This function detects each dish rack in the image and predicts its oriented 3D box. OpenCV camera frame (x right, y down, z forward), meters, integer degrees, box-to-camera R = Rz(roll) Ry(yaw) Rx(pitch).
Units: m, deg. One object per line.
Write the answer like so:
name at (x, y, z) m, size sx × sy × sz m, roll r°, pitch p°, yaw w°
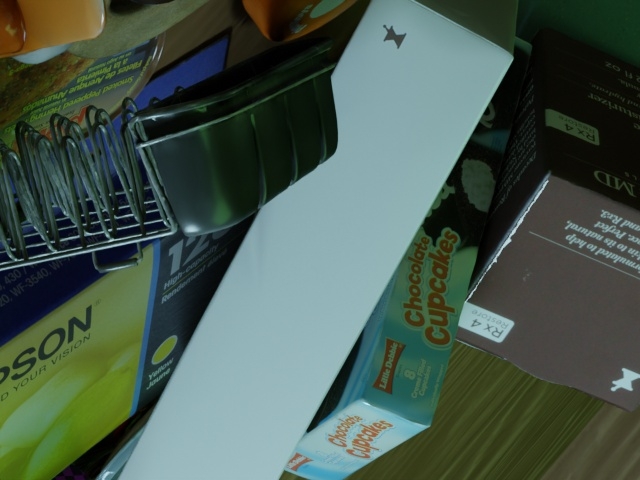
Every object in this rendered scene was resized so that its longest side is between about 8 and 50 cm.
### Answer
dish rack at (-0.133, -0.030, 0.991) m, size 0.271 × 0.074 × 0.208 m, roll -12°, pitch -171°, yaw 20°

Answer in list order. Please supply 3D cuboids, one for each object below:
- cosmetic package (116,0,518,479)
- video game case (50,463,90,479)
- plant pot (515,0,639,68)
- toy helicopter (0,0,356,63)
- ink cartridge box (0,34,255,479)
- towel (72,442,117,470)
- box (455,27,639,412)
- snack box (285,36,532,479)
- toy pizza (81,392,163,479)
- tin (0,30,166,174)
cosmetic package at (0.000, 0.000, 1.244) m, size 0.377 × 0.097 × 0.284 m, roll -62°, pitch 179°, yaw 16°
video game case at (-0.262, 0.283, 1.388) m, size 0.210 × 0.042 × 0.232 m, roll -45°, pitch -167°, yaw 20°
plant pot at (0.253, -0.156, 1.605) m, size 0.290 × 0.195 × 0.290 m, roll -43°, pitch 163°, yaw -17°
toy helicopter at (-0.091, -0.169, 0.922) m, size 0.235 × 0.140 × 0.355 m, roll -32°, pitch 172°, yaw -8°
ink cartridge box at (-0.167, 0.046, 1.322) m, size 0.303 × 0.072 × 0.307 m, roll -36°, pitch 158°, yaw -32°
towel at (-0.205, 0.218, 1.620) m, size 0.237 × 0.021 × 0.102 m, roll -12°, pitch 138°, yaw -58°
box at (0.199, -0.017, 1.445) m, size 0.167 × 0.168 × 0.203 m, roll -59°, pitch -165°, yaw 34°
snack box at (0.060, 0.011, 1.442) m, size 0.187 × 0.060 × 0.322 m, roll -44°, pitch -154°, yaw 61°
toy pizza at (-0.138, 0.157, 1.552) m, size 0.201 × 0.032 × 0.201 m, roll -45°, pitch 171°, yaw -9°
tin at (-0.168, -0.091, 1.114) m, size 0.189 × 0.040 × 0.106 m, roll -28°, pitch 148°, yaw -43°
